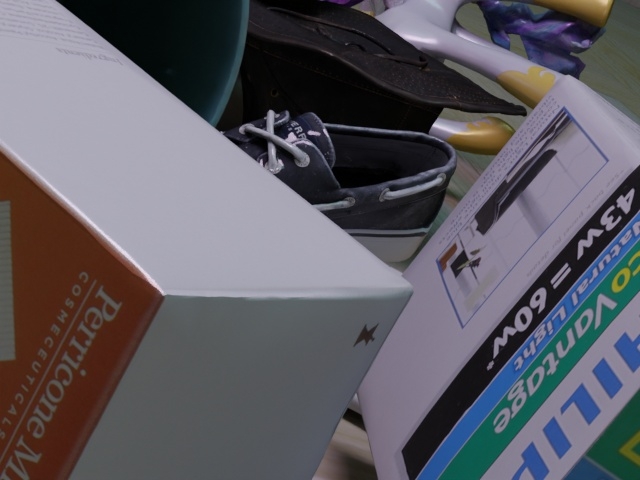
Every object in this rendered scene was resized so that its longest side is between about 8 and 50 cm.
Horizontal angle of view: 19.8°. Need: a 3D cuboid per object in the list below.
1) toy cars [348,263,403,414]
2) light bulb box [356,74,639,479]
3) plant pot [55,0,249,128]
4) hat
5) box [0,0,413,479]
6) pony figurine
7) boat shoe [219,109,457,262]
[{"bbox_3d":[0.100,0.055,1.317,0.393,0.087,0.176,9,26,-47],"label":"toy cars"},{"bbox_3d":[0.229,0.132,0.964,0.358,0.225,0.361,34,12,-13],"label":"light bulb box"},{"bbox_3d":[-0.215,-0.151,1.102,0.293,0.293,0.235,22,3,-22],"label":"plant pot"},{"bbox_3d":[0.006,-0.121,1.573,0.331,0.134,0.331,20,13,-5],"label":"hat"},{"bbox_3d":[-0.169,0.013,0.799,0.345,0.215,0.168,38,20,29],"label":"box"},{"bbox_3d":[0.099,-0.234,1.842,0.363,0.303,0.351,18,41,11],"label":"pony figurine"},{"bbox_3d":[-0.030,-0.046,1.310,0.301,0.102,0.108,4,41,-34],"label":"boat shoe"}]
